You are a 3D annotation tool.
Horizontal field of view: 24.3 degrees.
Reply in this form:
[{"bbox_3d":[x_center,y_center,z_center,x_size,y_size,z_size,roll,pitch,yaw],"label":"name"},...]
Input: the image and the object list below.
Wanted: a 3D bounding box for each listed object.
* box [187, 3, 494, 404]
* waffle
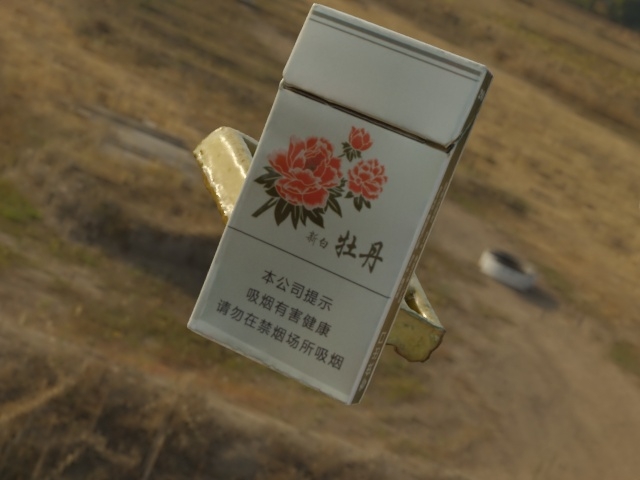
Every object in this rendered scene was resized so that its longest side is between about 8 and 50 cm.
[{"bbox_3d":[0.009,-0.020,0.821,0.109,0.198,0.029,24,6,20],"label":"box"},{"bbox_3d":[0.000,0.000,1.491,0.248,0.055,0.221,29,21,-34],"label":"waffle"}]
